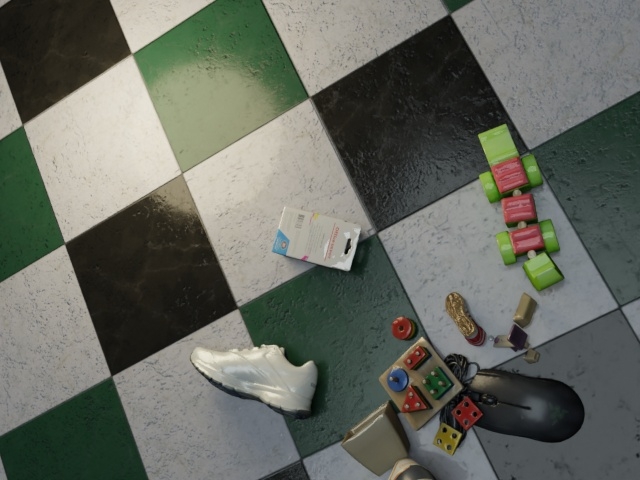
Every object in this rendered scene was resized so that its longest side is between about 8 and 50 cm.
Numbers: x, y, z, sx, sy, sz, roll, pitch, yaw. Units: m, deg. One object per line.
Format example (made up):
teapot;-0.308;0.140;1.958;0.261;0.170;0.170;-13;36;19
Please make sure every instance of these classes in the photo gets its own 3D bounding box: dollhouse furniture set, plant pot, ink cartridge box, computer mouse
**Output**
dollhouse furniture set;0.385;0.169;1.459;0.081;0.091;0.114;-11;46;57
plant pot;0.117;0.395;1.465;0.109;0.109;0.096;-39;83;9
ink cartridge box;0.000;0.000;1.588;0.181;0.061;0.104;15;86;21
computer mouse;0.356;0.318;1.410;0.272;0.072;0.189;2;81;19

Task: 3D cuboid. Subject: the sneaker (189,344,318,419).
sneaker;-0.137;0.278;1.582;0.297;0.111;0.129;17;71;17

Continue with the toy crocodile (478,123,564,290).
toy crocodile;0.384;-0.066;1.446;0.115;0.105;0.341;-16;76;15

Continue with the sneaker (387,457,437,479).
sneaker;0.169;0.567;1.414;0.126;0.127;0.321;4;107;-14

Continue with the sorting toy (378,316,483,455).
sorting toy;0.193;0.286;1.458;0.132;0.046;0.274;-47;57;16

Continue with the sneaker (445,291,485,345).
sneaker;0.288;0.160;1.481;0.042;0.067;0.118;-33;42;13
